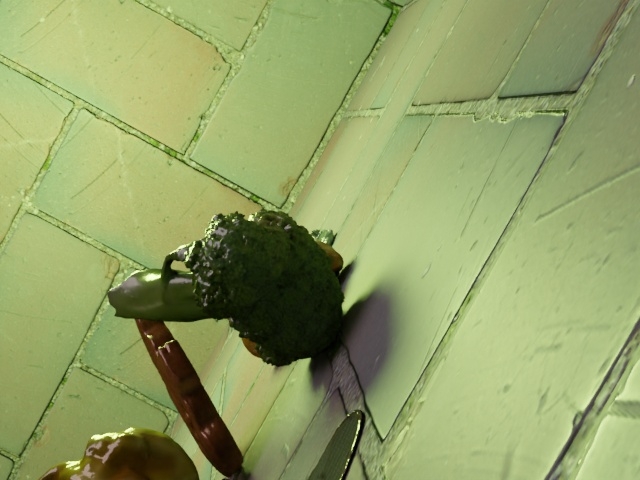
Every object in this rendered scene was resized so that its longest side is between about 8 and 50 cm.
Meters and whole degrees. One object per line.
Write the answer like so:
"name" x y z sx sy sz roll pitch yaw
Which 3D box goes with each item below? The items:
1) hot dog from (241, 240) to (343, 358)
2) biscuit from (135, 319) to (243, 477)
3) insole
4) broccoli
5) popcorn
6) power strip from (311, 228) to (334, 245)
"hot dog" -0.062 0.093 1.677 0.135 0.100 0.337 -65 7 -23
"biscuit" -0.181 0.235 1.570 0.043 0.284 0.306 -30 -29 -12
"insole" -0.042 0.304 0.973 0.348 0.009 0.119 -63 7 -13
"broccoli" -0.088 0.053 1.411 0.302 0.254 0.186 2 71 60
"popcorn" -0.272 0.381 1.426 0.316 0.281 0.297 -38 -38 -74
"power strip" 0.000 0.000 1.907 0.055 0.035 0.083 -60 8 13
